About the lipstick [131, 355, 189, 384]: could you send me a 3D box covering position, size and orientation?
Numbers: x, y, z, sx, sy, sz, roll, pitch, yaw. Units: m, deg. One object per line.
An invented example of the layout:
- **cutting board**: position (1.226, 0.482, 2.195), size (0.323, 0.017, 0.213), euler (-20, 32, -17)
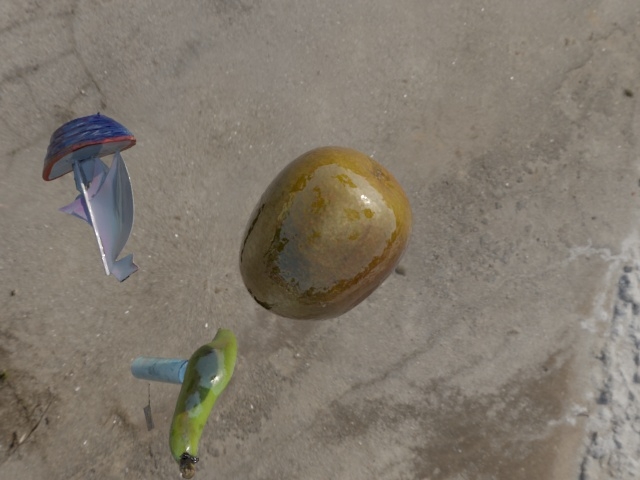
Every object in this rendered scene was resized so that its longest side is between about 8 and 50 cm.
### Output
- **lipstick**: position (-0.305, 0.252, 0.903), size (0.048, 0.157, 0.048), euler (13, 74, -52)

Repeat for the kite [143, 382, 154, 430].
- **kite**: position (-0.258, 0.249, 0.694), size (0.002, 0.044, 0.078), euler (-6, 88, -39)

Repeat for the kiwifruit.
- **kiwifruit**: position (0.000, 0.000, 0.587), size (0.195, 0.196, 0.234), euler (31, 117, -9)

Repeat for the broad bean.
- **broad bean**: position (-0.194, 0.255, 0.761), size (0.075, 0.325, 0.067), euler (-16, 121, 12)

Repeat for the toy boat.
- **toy boat**: position (-0.403, -0.099, 0.865), size (0.219, 0.072, 0.318), euler (-42, 76, 16)
